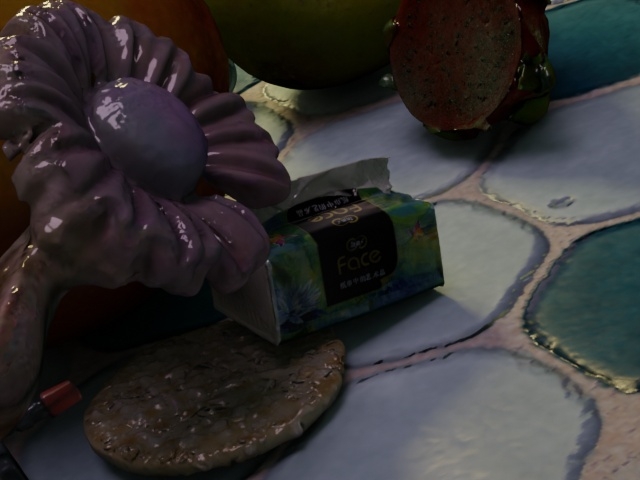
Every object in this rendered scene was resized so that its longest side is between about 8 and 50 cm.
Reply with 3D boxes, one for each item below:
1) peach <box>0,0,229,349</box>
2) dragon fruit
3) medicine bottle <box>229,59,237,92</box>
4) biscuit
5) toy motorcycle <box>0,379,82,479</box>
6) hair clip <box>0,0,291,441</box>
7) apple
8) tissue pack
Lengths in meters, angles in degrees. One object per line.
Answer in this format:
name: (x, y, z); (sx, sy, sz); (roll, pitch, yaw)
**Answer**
peach: (-0.235, -0.074, 0.933); (0.373, 0.290, 0.372); (13, 44, -14)
dragon fruit: (0.106, -0.139, 1.030); (0.138, 0.142, 0.175); (-46, -8, 27)
medicine bottle: (-0.143, -0.150, 1.293); (0.090, 0.053, 0.208); (-34, 30, -25)
biscuit: (-0.056, 0.082, 0.836); (0.152, 0.020, 0.152); (-13, 24, 6)
toy motorcycle: (-0.136, 0.152, 0.684); (0.150, 0.102, 0.221); (-36, 29, -11)
hair clip: (-0.116, -0.005, 0.730); (0.069, 0.173, 0.300); (-35, 21, 46)
apple: (-0.005, -0.207, 1.164); (0.196, 0.196, 0.157); (-31, 5, -20)
tissue pack: (-0.001, 0.000, 0.866); (0.111, 0.079, 0.085); (-18, 21, -26)
